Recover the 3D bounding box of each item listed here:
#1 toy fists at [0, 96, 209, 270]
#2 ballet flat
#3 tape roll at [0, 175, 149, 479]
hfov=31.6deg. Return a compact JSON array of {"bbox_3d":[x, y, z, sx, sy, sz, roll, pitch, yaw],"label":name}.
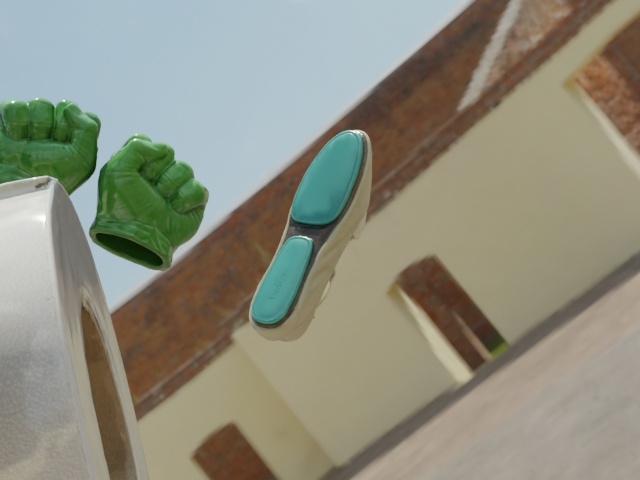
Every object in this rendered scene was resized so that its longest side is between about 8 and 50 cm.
[{"bbox_3d":[-0.268,-0.081,1.352,0.096,0.279,0.142,132,160,-63],"label":"toy fists"},{"bbox_3d":[0.000,0.000,1.228,0.248,0.086,0.086,-62,-1,-12],"label":"ballet flat"},{"bbox_3d":[-0.182,0.148,0.830,0.072,0.392,0.392,-14,-9,-6],"label":"tape roll"}]
